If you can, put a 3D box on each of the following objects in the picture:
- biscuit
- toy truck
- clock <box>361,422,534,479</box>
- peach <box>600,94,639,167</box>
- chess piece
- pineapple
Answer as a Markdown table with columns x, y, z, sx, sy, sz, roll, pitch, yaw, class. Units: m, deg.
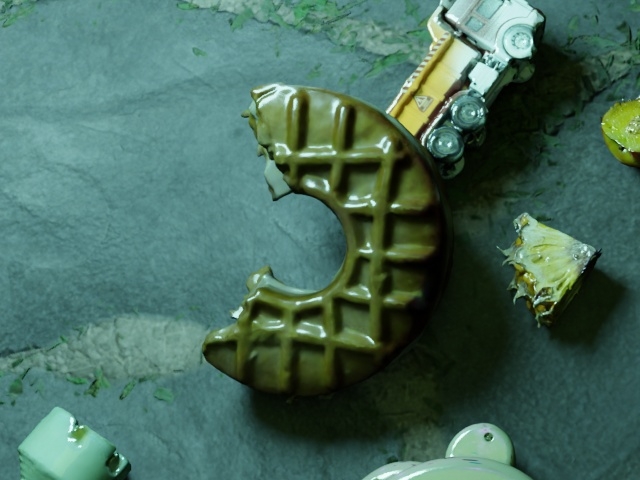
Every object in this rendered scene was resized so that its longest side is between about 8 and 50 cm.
| x | y | z | sx | sy | sz | roll | pitch | yaw | class |
| --- | --- | --- | --- | --- | --- | --- | --- | --- | --- |
| 0.016 | 0.012 | 1.408 | 0.268 | 0.115 | 0.366 | 9 | 100 | 9 | biscuit |
| 0.157 | -0.183 | 1.498 | 0.135 | 0.114 | 0.270 | 36 | 85 | 12 | toy truck |
| 0.133 | 0.372 | 1.336 | 0.309 | 0.114 | 0.284 | -36 | 66 | -5 | clock |
| 0.385 | -0.126 | 1.470 | 0.098 | 0.061 | 0.098 | -4 | 51 | 5 | peach |
| -0.352 | 0.340 | 1.398 | 0.195 | 0.194 | 0.299 | 33 | 72 | 16 | chess piece |
| 0.272 | 0.027 | 1.439 | 0.116 | 0.069 | 0.137 | -15 | 71 | 5 | pineapple |
